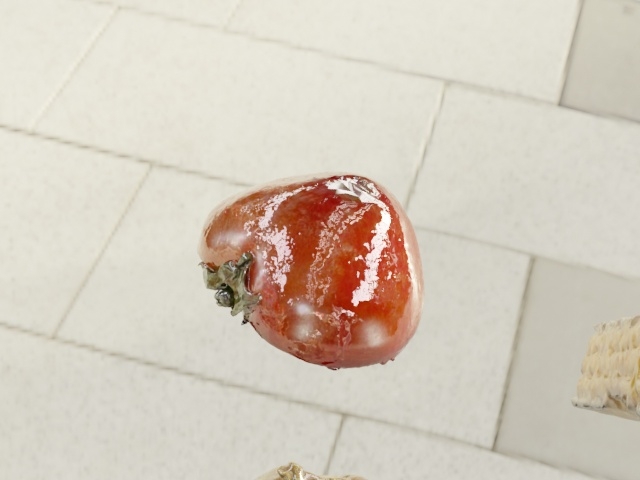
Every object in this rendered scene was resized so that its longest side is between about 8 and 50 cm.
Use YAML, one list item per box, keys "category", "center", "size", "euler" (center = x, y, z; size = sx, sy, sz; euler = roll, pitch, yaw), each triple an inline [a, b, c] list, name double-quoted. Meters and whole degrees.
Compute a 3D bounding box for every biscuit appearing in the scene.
- category: "biscuit"
  center: [0.193, 0.069, 0.681]
  size: [0.094, 0.379, 0.054]
  euler: [13, 85, 5]

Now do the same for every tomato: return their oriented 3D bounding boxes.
- category: "tomato"
  center: [0.000, 0.000, 0.871]
  size: [0.139, 0.091, 0.159]
  euler: [-3, 33, -37]

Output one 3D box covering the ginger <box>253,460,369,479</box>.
- category: "ginger"
  center: [-0.009, 0.378, 1.498]
  size: [0.357, 0.152, 0.274]
  euler: [-25, 89, -48]
